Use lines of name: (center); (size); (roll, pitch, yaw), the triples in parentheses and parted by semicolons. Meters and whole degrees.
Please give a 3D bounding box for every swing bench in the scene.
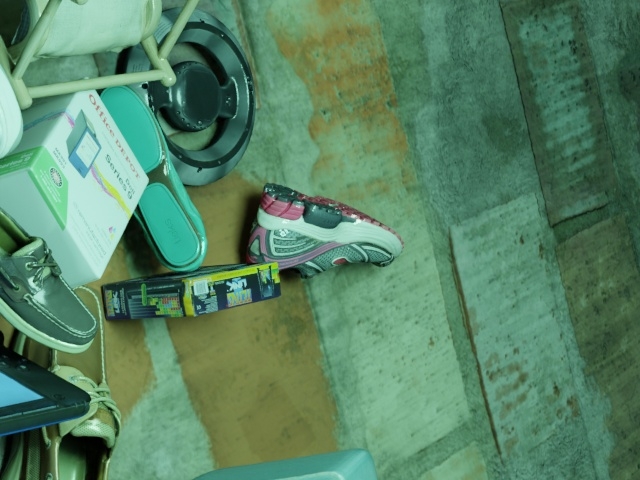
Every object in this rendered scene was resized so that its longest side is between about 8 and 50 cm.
swing bench: (-0.289, -0.301, 1.878); (0.254, 0.165, 0.253); (48, 33, 20)

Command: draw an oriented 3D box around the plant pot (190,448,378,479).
plant pot: (-0.023, 0.378, 2.063); (0.252, 0.247, 0.247); (-31, 108, -69)

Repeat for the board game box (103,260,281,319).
board game box: (-0.154, 0.061, 2.024); (0.170, 0.141, 0.048); (-10, 94, -53)

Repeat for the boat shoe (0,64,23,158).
boat shoe: (-0.422, -0.217, 1.726); (0.103, 0.118, 0.320); (-41, 110, -56)

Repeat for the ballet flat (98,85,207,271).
ballet flat: (-0.209, -0.070, 2.026); (0.087, 0.083, 0.247); (100, -35, -82)

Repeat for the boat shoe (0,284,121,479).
boat shoe: (-0.273, 0.207, 1.856); (0.123, 0.120, 0.324); (23, 65, -49)

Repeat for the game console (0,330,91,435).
game console: (-0.397, 0.078, 1.685); (0.293, 0.250, 0.173); (-8, 116, -53)

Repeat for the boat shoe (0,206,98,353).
boat shoe: (-0.316, 0.026, 1.747); (0.223, 0.073, 0.080); (42, 30, -1)

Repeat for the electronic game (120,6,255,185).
electronic game: (-0.166, -0.184, 2.135); (0.229, 0.048, 0.229); (2, 87, -48)

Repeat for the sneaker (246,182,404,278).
sneaker: (0.000, 0.000, 2.285); (0.299, 0.121, 0.112); (13, 102, -52)

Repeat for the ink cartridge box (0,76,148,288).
ink cartridge box: (-0.289, -0.062, 1.871); (0.154, 0.093, 0.212); (62, 23, -25)
